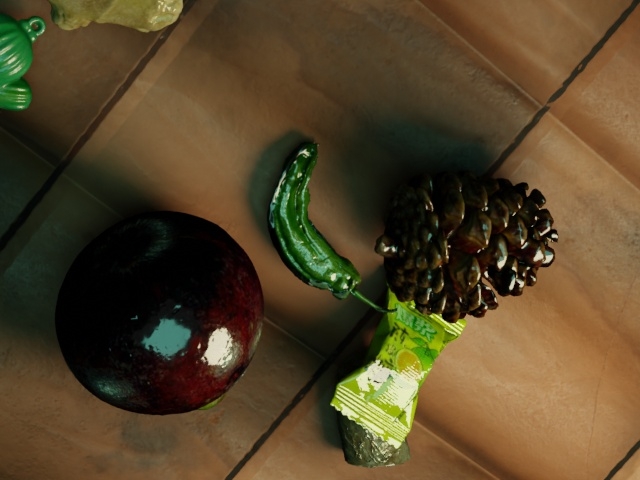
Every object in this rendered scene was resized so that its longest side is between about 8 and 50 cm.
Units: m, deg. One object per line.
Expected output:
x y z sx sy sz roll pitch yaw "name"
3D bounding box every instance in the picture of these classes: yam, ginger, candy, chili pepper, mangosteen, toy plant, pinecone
0.074 0.263 2.088 0.107 0.107 0.183 -11 107 -4 "yam"
-0.331 -0.396 1.793 0.190 0.126 0.354 -42 107 18 "ginger"
0.117 0.173 2.013 0.149 0.069 0.246 36 66 -17 "candy"
-0.001 0.000 1.996 0.122 0.065 0.279 -25 101 16 "chili pepper"
-0.212 0.116 1.896 0.300 0.300 0.300 -2 109 -7 "mangosteen"
-0.446 -0.225 1.846 0.200 0.105 0.143 -30 121 -10 "toy plant"
0.201 0.007 1.953 0.272 0.224 0.224 -4 111 -27 "pinecone"
